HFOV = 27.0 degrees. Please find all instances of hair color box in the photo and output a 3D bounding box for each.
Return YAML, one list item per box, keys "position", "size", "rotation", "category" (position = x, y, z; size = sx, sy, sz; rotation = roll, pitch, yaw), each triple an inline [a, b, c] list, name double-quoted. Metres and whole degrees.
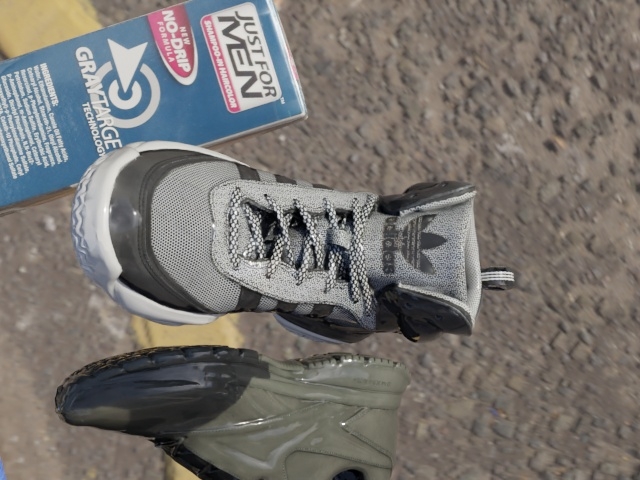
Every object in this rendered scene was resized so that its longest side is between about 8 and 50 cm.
- position: [-0.187, -0.090, 1.009]
  size: [0.347, 0.174, 0.105]
  rotation: [-18, 94, 2]
  category: "hair color box"

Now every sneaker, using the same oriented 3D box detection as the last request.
- position: [-0.056, 0.143, 0.988]
  size: [0.109, 0.286, 0.130]
  rotation: [-14, 71, 62]
  category: "sneaker"
- position: [0.000, 0.000, 0.732]
  size: [0.153, 0.268, 0.101]
  rotation: [-5, 77, 36]
  category: "sneaker"

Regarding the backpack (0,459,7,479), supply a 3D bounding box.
- position: [-0.452, 0.285, 1.631]
  size: [0.120, 0.101, 0.098]
  rotation: [16, 41, 23]
  category: "backpack"
